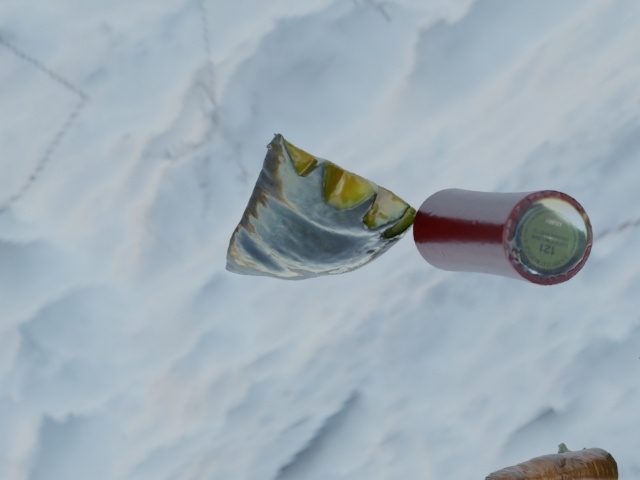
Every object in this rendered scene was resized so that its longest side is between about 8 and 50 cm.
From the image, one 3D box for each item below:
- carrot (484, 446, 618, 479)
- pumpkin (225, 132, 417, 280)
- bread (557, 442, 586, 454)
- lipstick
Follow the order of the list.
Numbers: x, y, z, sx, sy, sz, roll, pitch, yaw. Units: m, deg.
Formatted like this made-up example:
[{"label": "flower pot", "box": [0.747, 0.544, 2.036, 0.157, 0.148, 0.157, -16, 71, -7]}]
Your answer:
[{"label": "carrot", "box": [0.227, 0.246, 1.767, 0.224, 0.057, 0.057, 4, 136, -51]}, {"label": "pumpkin", "box": [0.000, 0.000, 1.599, 0.149, 0.130, 0.254, -55, 168, 2]}, {"label": "bread", "box": [0.310, 0.345, 2.048, 0.152, 0.147, 0.127, -44, 144, -37]}, {"label": "lipstick", "box": [0.150, -0.006, 1.464, 0.080, 0.080, 0.241, -23, -172, -14]}]
